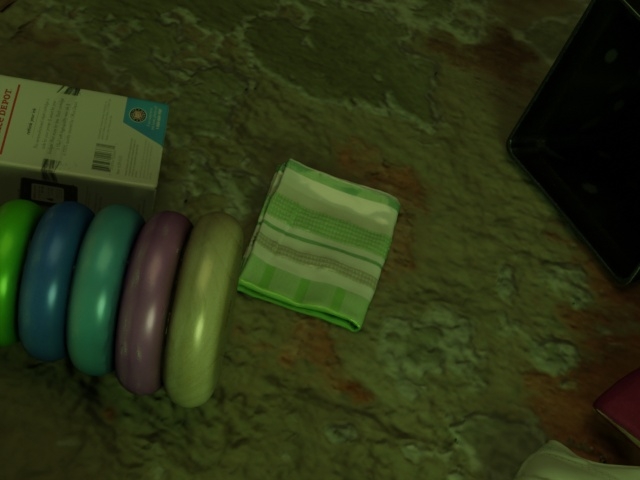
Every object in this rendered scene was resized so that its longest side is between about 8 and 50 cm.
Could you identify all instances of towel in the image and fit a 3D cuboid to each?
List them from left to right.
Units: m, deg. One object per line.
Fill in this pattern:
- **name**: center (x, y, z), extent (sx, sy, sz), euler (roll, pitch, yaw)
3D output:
- **towel**: center (0.000, 0.000, 1.087), extent (0.113, 0.023, 0.152), euler (18, 45, 2)

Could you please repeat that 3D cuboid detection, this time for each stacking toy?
- **stacking toy**: center (-0.227, 0.022, 0.932), extent (0.331, 0.141, 0.141), euler (10, 45, 0)

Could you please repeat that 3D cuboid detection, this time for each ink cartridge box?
- **ink cartridge box**: center (-0.219, -0.072, 1.065), extent (0.180, 0.060, 0.104), euler (9, 46, -8)

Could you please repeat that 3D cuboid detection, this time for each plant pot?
- **plant pot**: center (0.313, -0.094, 1.170), extent (0.167, 0.188, 0.187), euler (-5, 47, -38)

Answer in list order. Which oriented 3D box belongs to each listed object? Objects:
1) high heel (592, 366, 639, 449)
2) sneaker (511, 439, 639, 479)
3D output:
- **high heel**: center (0.334, 0.242, 0.925), extent (0.181, 0.127, 0.377), euler (-19, 54, 7)
- **sneaker**: center (0.237, 0.205, 0.923), extent (0.212, 0.080, 0.094), euler (29, 42, 15)
